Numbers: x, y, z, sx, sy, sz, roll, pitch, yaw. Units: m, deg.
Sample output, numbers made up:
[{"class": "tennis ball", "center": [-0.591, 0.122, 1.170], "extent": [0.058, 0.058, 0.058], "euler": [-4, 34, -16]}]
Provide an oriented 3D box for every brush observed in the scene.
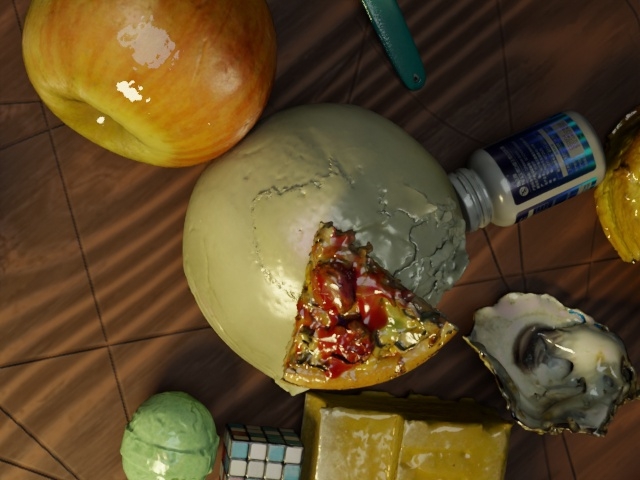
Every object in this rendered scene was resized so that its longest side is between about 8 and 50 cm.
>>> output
[{"class": "brush", "center": [0.083, -0.279, 1.403], "extent": [0.043, 0.032, 0.193], "euler": [-31, 110, -11]}]

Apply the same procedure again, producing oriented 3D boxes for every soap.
[{"class": "soap", "center": [0.094, 0.337, 1.385], "extent": [0.259, 0.143, 0.281], "euler": [5, 97, -6]}]

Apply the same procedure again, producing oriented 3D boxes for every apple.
[{"class": "apple", "center": [-0.188, -0.219, 1.239], "extent": [0.286, 0.286, 0.233], "euler": [30, 73, -10]}]

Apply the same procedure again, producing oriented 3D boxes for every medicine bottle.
[{"class": "medicine bottle", "center": [0.256, -0.084, 1.401], "extent": [0.191, 0.107, 0.107], "euler": [-24, 97, -8]}]

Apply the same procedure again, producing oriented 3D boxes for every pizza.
[{"class": "pizza", "center": [0.025, 0.076, 1.171], "extent": [0.201, 0.053, 0.193], "euler": [-24, 108, 13]}]

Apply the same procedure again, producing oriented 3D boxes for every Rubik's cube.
[{"class": "Rubik's cube", "center": [-0.075, 0.285, 1.369], "extent": [0.092, 0.092, 0.092], "euler": [8, 92, -10]}]

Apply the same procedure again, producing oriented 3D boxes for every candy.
[{"class": "candy", "center": [-0.221, 0.397, 1.359], "extent": [0.119, 0.119, 0.439], "euler": [13, 98, -10]}]

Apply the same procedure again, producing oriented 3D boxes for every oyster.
[{"class": "oyster", "center": [0.296, 0.160, 1.423], "extent": [0.214, 0.083, 0.223], "euler": [-28, 71, -37]}]

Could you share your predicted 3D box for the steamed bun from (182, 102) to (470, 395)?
[{"class": "steamed bun", "center": [0.000, 0.000, 1.297], "extent": [0.312, 0.233, 0.334], "euler": [40, 85, -11]}]

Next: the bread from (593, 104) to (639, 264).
[{"class": "bread", "center": [0.450, -0.106, 1.412], "extent": [0.260, 0.160, 0.147], "euler": [-43, 93, 1]}]
